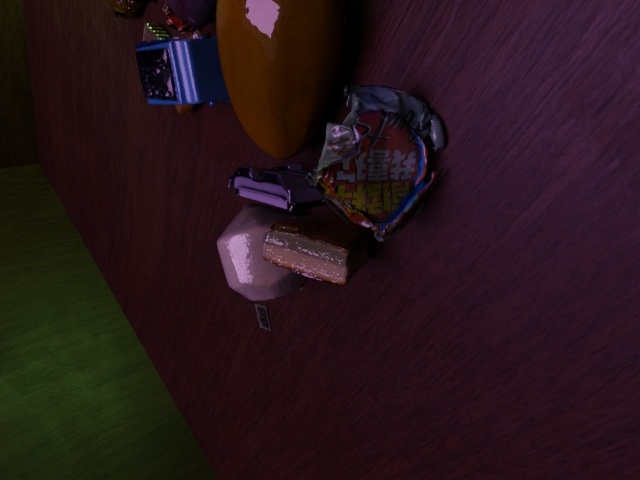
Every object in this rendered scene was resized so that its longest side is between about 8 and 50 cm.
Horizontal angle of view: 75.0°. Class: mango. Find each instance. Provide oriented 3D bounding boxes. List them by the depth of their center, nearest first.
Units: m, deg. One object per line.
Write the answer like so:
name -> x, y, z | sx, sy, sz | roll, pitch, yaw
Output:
mango -> -0.088, -0.394, 0.898 | 0.300, 0.232, 0.446 | 30, 135, 30

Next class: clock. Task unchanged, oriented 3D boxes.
clock -> -0.083, -0.138, 1.023 | 0.253, 0.186, 0.084 | 18, 113, 41

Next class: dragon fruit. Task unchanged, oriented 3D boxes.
dragon fruit -> -0.410, -0.654, 1.218 | 0.086, 0.116, 0.081 | -29, 79, 40

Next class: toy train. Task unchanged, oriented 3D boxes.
toy train -> -0.321, -0.443, 1.093 | 0.300, 0.264, 0.188 | 18, 121, 44

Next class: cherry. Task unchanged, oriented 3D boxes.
cherry -> -0.326, -0.675, 1.064 | 0.266, 0.183, 0.214 | -47, 56, 59

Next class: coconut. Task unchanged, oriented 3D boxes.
coconut -> -0.145, 0.019, 1.117 | 0.244, 0.244, 0.248 | -3, 103, 47

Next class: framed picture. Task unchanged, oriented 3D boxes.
framed picture -> -0.198, 0.266, 1.443 | 0.066, 0.006, 0.089 | 5, 109, 45

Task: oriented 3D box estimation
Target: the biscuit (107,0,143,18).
biscuit -> -0.678, -0.921, 1.424 | 0.295, 0.075, 0.296 | 24, 127, 36

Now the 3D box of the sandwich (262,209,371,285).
sandwich -> 0.000, 0.000, 0.987 | 0.219, 0.186, 0.108 | 15, 119, 22

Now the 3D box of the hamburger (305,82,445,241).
hamburger -> 0.103, -0.153, 0.817 | 0.276, 0.260, 0.150 | -68, 22, -1

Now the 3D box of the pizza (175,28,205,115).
pizza -> -0.421, -0.539, 1.318 | 0.197, 0.058, 0.292 | 49, 133, 23

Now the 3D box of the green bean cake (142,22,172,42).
green bean cake -> -0.550, -0.645, 1.413 | 0.136, 0.056, 0.135 | 50, 137, 21

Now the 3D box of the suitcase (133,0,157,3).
suitcase -> -0.496, -0.808, 1.073 | 0.188, 0.345, 0.340 | 24, 121, 31
